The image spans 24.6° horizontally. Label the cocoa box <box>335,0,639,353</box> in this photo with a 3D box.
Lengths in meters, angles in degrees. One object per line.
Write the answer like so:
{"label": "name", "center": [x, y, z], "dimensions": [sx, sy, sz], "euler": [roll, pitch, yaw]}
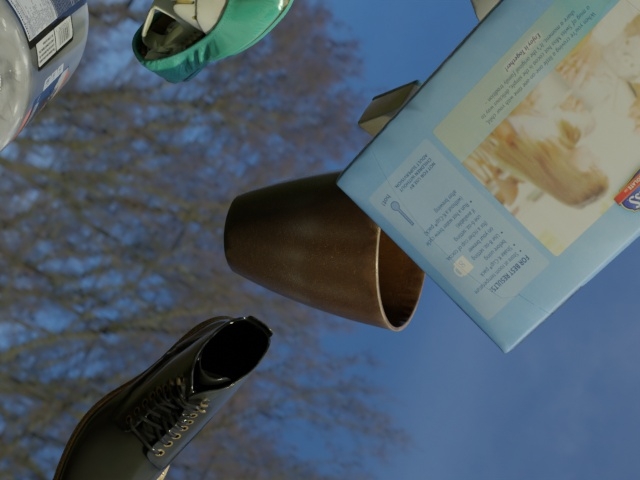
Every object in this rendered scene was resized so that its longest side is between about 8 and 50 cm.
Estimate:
{"label": "cocoa box", "center": [0.229, -0.113, 1.318], "dimensions": [0.347, 0.231, 0.228], "euler": [-47, 175, 29]}

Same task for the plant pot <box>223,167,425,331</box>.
{"label": "plant pot", "center": [0.000, 0.000, 1.891], "dimensions": [0.230, 0.215, 0.215], "euler": [4, -122, 20]}

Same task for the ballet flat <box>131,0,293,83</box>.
{"label": "ballet flat", "center": [-0.119, -0.217, 1.445], "dimensions": [0.247, 0.087, 0.083], "euler": [-22, -126, 56]}

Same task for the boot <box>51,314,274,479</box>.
{"label": "boot", "center": [-0.116, 0.125, 1.032], "dimensions": [0.198, 0.077, 0.137], "euler": [-52, -175, -14]}

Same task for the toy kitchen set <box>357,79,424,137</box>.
{"label": "toy kitchen set", "center": [0.185, -0.151, 1.743], "dimensions": [0.166, 0.207, 0.122], "euler": [-58, -163, -17]}

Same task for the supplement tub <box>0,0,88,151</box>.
{"label": "supplement tub", "center": [-0.323, -0.168, 1.267], "dimensions": [0.193, 0.193, 0.316], "euler": [-50, -171, 18]}

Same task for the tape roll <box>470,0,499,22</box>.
{"label": "tape roll", "center": [0.316, -0.342, 1.923], "dimensions": [0.100, 0.286, 0.286], "euler": [-22, -137, 44]}
